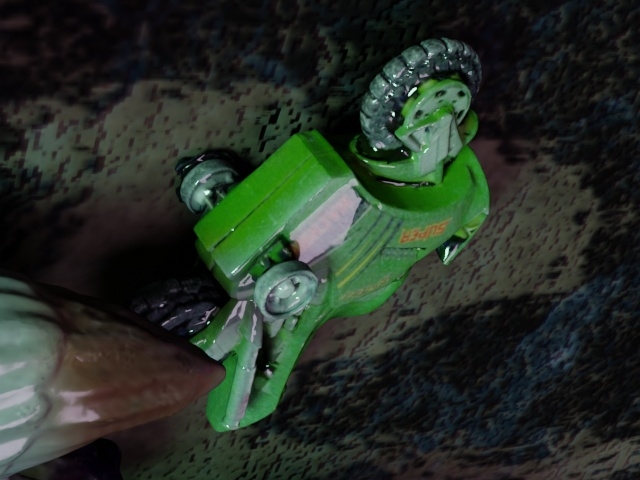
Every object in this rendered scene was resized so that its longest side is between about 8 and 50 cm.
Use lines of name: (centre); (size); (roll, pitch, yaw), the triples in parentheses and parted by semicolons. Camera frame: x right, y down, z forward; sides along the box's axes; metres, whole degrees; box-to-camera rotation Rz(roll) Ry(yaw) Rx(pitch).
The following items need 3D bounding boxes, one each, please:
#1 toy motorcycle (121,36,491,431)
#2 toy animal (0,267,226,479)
toy motorcycle: (0.000, 0.000, 0.551); (0.190, 0.074, 0.106); (-43, 146, 8)
toy animal: (-0.171, 0.053, 0.443); (0.195, 0.090, 0.324); (-32, 141, 28)
